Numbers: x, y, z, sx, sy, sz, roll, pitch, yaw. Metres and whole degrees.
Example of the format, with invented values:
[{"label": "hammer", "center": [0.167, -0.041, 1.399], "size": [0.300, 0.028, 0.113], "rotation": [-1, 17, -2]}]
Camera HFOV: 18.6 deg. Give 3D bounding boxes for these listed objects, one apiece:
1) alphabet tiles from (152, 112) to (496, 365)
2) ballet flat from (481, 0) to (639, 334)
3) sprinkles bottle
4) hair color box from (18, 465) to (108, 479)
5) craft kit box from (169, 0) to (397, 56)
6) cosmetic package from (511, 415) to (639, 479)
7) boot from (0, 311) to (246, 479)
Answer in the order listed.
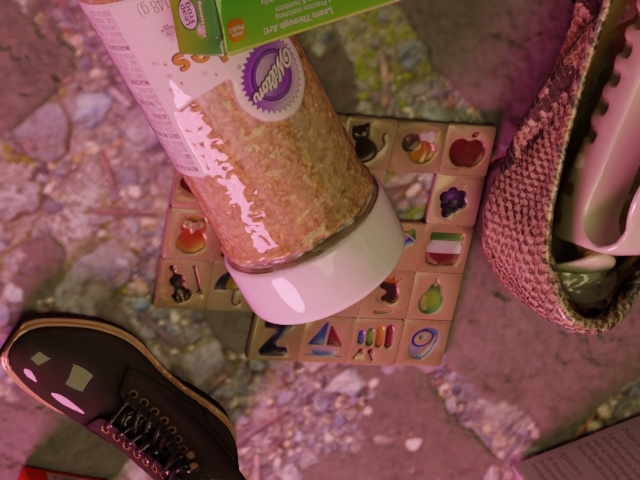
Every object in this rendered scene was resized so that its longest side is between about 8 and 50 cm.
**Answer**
[{"label": "alphabet tiles", "center": [0.000, 0.000, 1.427], "size": [0.237, 0.009, 0.198], "rotation": [3, 113, -20]}, {"label": "ballet flat", "center": [0.251, -0.150, 1.345], "size": [0.164, 0.182, 0.483], "rotation": [11, 110, -23]}, {"label": "sprinkles bottle", "center": [-0.068, -0.113, 1.278], "size": [0.121, 0.121, 0.355], "rotation": [-31, 118, -4]}, {"label": "hair color box", "center": [-0.206, 0.242, 1.447], "size": [0.072, 0.043, 0.141], "rotation": [13, 110, -25]}, {"label": "craft kit box", "center": [0.001, -0.262, 1.201], "size": [0.250, 0.061, 0.246], "rotation": [-22, 107, -36]}, {"label": "cosmetic package", "center": [0.362, 0.218, 1.550], "size": [0.365, 0.197, 0.155], "rotation": [-18, 119, -9]}, {"label": "boot", "center": [-0.125, 0.129, 1.369], "size": [0.198, 0.137, 0.077], "rotation": [27, 103, -27]}]
